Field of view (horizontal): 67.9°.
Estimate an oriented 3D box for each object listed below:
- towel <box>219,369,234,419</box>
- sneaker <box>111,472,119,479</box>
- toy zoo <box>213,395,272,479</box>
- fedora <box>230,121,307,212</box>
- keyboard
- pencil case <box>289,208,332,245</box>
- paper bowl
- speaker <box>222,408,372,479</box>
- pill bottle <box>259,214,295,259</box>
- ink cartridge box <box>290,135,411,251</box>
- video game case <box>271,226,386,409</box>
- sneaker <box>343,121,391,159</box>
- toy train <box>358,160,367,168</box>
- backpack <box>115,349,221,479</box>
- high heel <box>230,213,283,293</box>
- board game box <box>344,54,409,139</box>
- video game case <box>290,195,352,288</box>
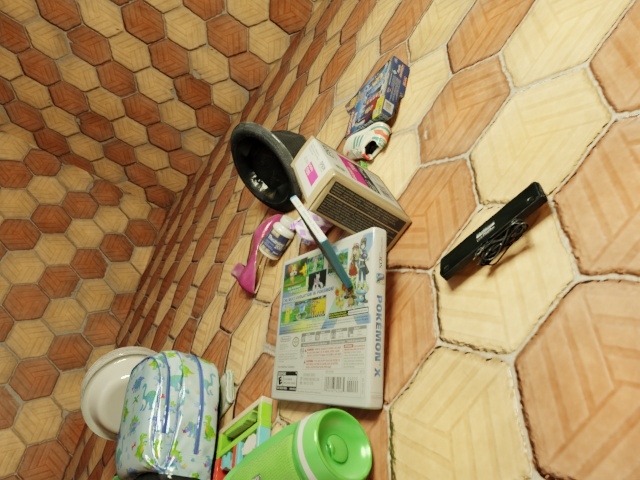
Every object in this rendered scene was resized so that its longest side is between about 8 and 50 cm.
[{"bbox_3d":[-0.275,0.428,1.256,0.152,0.023,0.113,-53,26,19],"label":"towel"},{"bbox_3d":[-0.501,0.636,1.347,0.343,0.134,0.146,-41,15,23],"label":"sneaker"},{"bbox_3d":[-0.167,0.494,0.972,0.192,0.030,0.293,-45,29,32],"label":"toy zoo"},{"bbox_3d":[-0.130,-0.247,1.461,0.152,0.334,0.334,-39,14,-28],"label":"fedora"},{"bbox_3d":[0.253,0.002,0.693,0.192,0.038,0.100,-47,5,31],"label":"keyboard"},{"bbox_3d":[0.013,-0.087,1.159,0.206,0.088,0.086,-51,24,20],"label":"pencil case"},{"bbox_3d":[-0.597,0.489,1.497,0.148,0.284,0.284,8,72,62],"label":"paper bowl"},{"bbox_3d":[-0.053,0.382,0.760,0.296,0.131,0.131,-46,29,31],"label":"speaker"},{"bbox_3d":[-0.117,-0.009,1.350,0.120,0.067,0.067,-55,26,14],"label":"pill bottle"},{"bbox_3d":[0.055,-0.101,0.967,0.088,0.193,0.235,-53,27,19],"label":"ink cartridge box"},{"bbox_3d":[0.007,0.156,0.910,0.329,0.036,0.300,-23,58,54],"label":"video game case"},{"bbox_3d":[0.104,-0.226,1.164,0.161,0.057,0.075,-23,40,50],"label":"sneaker"},{"bbox_3d":[0.103,-0.162,1.140,0.017,0.023,0.083,-44,30,33],"label":"toy train"},{"bbox_3d":[-0.364,0.448,1.157,0.290,0.273,0.355,-39,26,44],"label":"backpack"},{"bbox_3d":[-0.164,0.039,1.411,0.117,0.082,0.244,35,83,37],"label":"high heel"},{"bbox_3d":[0.131,-0.344,1.231,0.194,0.060,0.194,-25,43,54],"label":"board game box"},{"bbox_3d":[0.000,0.000,0.852,0.015,0.119,0.166,-32,37,-3],"label":"video game case"}]
